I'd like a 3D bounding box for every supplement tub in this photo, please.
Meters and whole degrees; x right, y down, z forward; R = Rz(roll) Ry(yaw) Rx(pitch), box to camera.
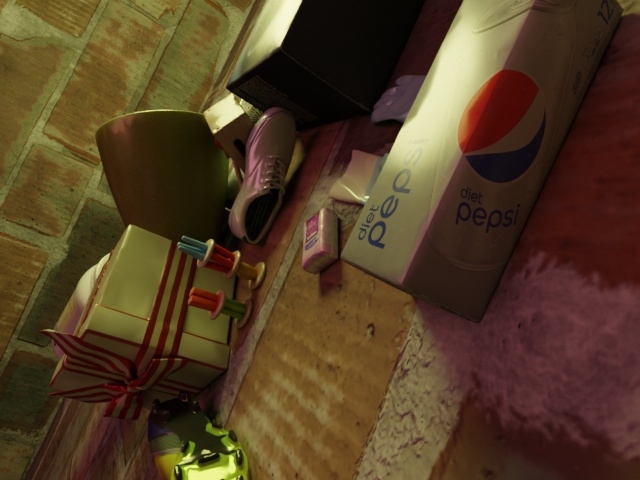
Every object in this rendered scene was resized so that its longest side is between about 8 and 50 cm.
[{"bbox_3d":[-0.560,0.200,1.166,0.325,0.236,0.235,-46,32,30],"label":"supplement tub"}]

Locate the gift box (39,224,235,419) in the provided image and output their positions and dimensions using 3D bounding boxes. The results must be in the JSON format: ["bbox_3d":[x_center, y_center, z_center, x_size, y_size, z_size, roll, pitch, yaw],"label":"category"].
[{"bbox_3d":[-0.330,0.161,0.768,0.255,0.277,0.258,-49,31,37],"label":"gift box"}]

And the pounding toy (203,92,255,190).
[{"bbox_3d":[-0.160,-0.184,0.838,0.100,0.141,0.130,-34,43,2],"label":"pounding toy"}]

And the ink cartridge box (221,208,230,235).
[{"bbox_3d":[-0.294,-0.039,1.099,0.151,0.063,0.109,11,76,62],"label":"ink cartridge box"}]

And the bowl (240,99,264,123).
[{"bbox_3d":[-0.143,-0.356,1.093,0.170,0.080,0.170,-42,33,36],"label":"bowl"}]

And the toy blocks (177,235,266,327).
[{"bbox_3d":[-0.177,0.065,0.708,0.054,0.148,0.123,-11,56,58],"label":"toy blocks"}]

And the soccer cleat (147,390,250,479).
[{"bbox_3d":[-0.164,0.306,0.572,0.289,0.094,0.121,10,105,58],"label":"soccer cleat"}]

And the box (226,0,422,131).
[{"bbox_3d":[0.006,-0.374,0.740,0.294,0.183,0.296,15,81,61],"label":"box"}]

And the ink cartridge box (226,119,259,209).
[{"bbox_3d":[-0.141,-0.183,0.974,0.223,0.045,0.223,0,67,59],"label":"ink cartridge box"}]

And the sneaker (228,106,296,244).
[{"bbox_3d":[-0.094,-0.112,0.786,0.091,0.094,0.257,37,114,50],"label":"sneaker"}]

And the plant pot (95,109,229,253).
[{"bbox_3d":[-0.316,-0.085,0.919,0.275,0.275,0.293,-17,80,55],"label":"plant pot"}]

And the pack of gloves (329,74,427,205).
[{"bbox_3d":[0.091,-0.133,0.526,0.194,0.046,0.232,-64,27,1],"label":"pack of gloves"}]

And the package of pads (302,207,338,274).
[{"bbox_3d":[0.000,0.000,0.582,0.050,0.032,0.083,-37,37,37],"label":"package of pads"}]

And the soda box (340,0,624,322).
[{"bbox_3d":[0.131,-0.086,0.361,0.286,0.091,0.098,-64,27,-1],"label":"soda box"}]
